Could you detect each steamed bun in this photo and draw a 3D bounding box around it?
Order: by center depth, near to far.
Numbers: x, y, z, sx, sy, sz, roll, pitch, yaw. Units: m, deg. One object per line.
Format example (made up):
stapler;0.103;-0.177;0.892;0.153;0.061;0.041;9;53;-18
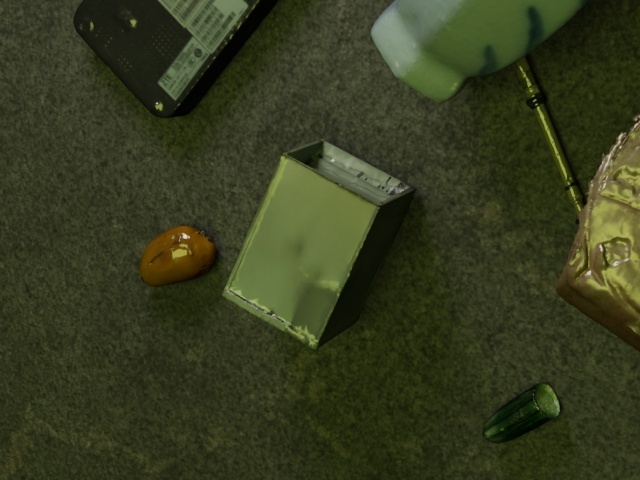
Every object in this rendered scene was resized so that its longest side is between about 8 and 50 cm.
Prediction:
steamed bun;0.412;-0.012;1.793;0.251;0.199;0.301;30;89;6

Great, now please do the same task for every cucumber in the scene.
cucumber;0.248;0.223;1.997;0.105;0.048;0.048;-37;82;29

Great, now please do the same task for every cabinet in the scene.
cabinet;0.000;0.000;2.024;0.145;0.150;0.206;29;110;15

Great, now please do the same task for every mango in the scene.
mango;-0.201;0.025;2.179;0.127;0.063;0.077;-25;96;29

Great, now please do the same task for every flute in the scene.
flute;0.278;-0.131;1.933;0.027;0.027;0.233;-22;88;28

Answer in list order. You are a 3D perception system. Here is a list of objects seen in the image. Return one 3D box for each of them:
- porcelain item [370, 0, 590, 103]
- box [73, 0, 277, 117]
porcelain item;0.234;-0.326;1.774;0.178;0.242;0.405;44;136;-2
box;-0.166;-0.347;2.101;0.211;0.058;0.350;46;115;12
